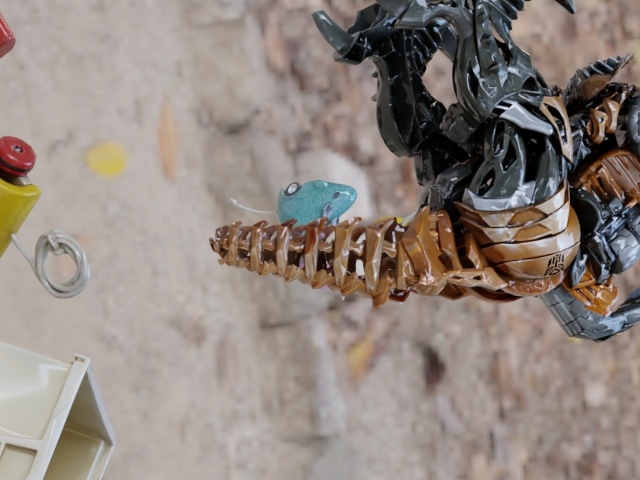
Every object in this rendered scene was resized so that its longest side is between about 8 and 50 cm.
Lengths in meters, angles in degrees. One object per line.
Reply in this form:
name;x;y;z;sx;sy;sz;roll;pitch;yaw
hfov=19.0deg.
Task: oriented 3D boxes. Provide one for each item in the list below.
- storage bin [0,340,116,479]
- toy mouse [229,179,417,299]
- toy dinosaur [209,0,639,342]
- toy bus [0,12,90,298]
storage bin;-0.254;0.214;1.352;0.262;0.123;0.260;98;11;-73
toy mouse;0.000;0.000;1.393;0.161;0.143;0.031;112;-7;-58
toy dinosaur;0.101;-0.044;1.017;0.322;0.164;0.218;-15;88;-48
toy bus;-0.263;-0.046;1.187;0.104;0.202;0.191;-20;106;-56
